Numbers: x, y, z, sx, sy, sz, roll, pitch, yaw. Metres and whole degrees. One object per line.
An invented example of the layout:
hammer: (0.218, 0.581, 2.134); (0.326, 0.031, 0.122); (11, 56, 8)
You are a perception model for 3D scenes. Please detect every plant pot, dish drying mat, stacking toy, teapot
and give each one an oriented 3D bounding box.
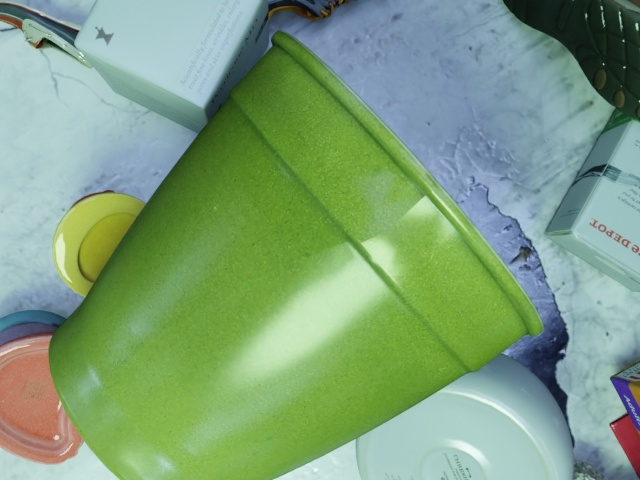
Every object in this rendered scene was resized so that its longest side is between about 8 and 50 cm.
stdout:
plant pot: (-0.049, 0.062, 0.664); (0.353, 0.366, 0.366); (-42, 91, 3)
dish drying mat: (0.408, 0.268, 0.897); (0.032, 0.008, 0.083); (-30, 91, -4)
stacking toy: (-0.243, 0.112, 0.832); (0.279, 0.130, 0.309); (35, 88, -28)
teapot: (0.174, 0.224, 0.802); (0.252, 0.187, 0.256); (21, 113, 15)

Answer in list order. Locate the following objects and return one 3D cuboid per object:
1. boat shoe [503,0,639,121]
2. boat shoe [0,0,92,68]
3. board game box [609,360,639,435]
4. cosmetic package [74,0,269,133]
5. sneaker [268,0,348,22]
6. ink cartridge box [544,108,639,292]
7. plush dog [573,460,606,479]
boat shoe: (0.358, -0.271, 0.828); (0.119, 0.123, 0.324); (-30, 67, -18)
boat shoe: (-0.337, -0.253, 0.846); (0.136, 0.049, 0.043); (19, 88, -8)
board game box: (0.608, 0.240, 0.708); (0.356, 0.356, 0.356); (-27, 89, -4)
cosmetic package: (-0.157, -0.225, 0.788); (0.151, 0.183, 0.151); (26, 86, -3)
sneaker: (0.007, -0.318, 0.864); (0.214, 0.084, 0.083); (-7, 101, -1)
ink cartridge box: (0.406, -0.056, 0.872); (0.153, 0.087, 0.208); (32, 84, -3)
plush dog: (0.379, 0.405, 0.779); (0.210, 0.225, 0.263); (6, 87, -4)
